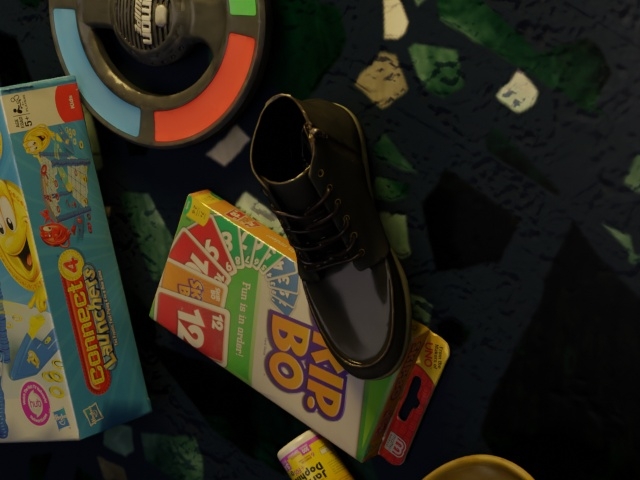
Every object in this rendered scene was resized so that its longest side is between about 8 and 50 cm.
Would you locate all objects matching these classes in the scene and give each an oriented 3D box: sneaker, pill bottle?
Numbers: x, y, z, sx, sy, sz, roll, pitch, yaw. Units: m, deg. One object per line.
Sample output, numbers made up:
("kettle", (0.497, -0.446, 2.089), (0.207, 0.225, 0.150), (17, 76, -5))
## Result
("sneaker", (0.000, 0.000, 1.200), (0.083, 0.118, 0.222), (-18, 82, 19))
("pill bottle", (0.004, 0.198, 1.311), (0.043, 0.043, 0.083), (-42, 77, 33))

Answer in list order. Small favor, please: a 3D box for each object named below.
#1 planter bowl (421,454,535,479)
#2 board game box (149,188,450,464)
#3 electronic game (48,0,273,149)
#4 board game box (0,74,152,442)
("planter bowl", (0.132, 0.276, 1.191), (0.217, 0.090, 0.217), (-32, 46, 41))
("board game box", (-0.022, 0.073, 1.308), (0.259, 0.039, 0.124), (31, 116, 22))
("electronic game", (-0.135, -0.188, 1.315), (0.229, 0.048, 0.229), (8, 105, 32))
("board game box", (-0.314, 0.027, 1.441), (0.308, 0.086, 0.301), (-9, 96, 42))
